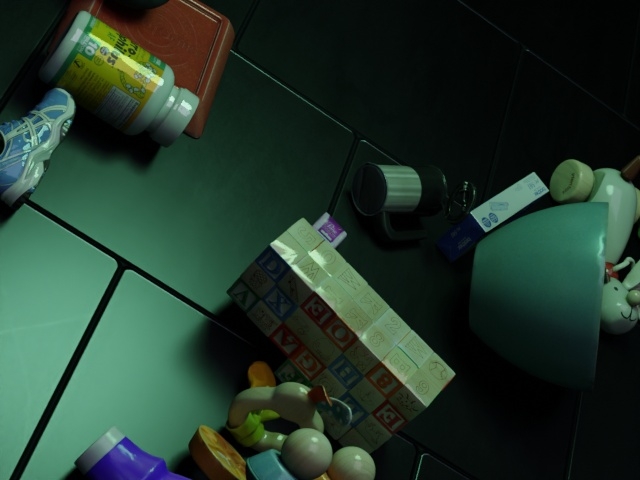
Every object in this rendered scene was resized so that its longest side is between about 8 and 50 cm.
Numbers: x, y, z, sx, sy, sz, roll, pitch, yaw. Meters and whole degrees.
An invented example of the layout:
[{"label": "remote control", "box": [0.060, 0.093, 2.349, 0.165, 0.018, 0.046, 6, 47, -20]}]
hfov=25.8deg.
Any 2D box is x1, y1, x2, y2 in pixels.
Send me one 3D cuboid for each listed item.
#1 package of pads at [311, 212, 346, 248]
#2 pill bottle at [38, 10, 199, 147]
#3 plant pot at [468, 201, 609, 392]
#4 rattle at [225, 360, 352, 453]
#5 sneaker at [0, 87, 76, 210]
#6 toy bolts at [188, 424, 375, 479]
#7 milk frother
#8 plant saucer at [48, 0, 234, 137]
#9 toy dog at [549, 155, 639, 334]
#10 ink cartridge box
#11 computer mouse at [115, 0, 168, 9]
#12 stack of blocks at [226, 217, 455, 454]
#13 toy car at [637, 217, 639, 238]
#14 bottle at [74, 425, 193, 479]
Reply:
[{"label": "package of pads", "box": [0.000, 0.000, 2.090, 0.050, 0.032, 0.083, 47, 43, -2]}, {"label": "pill bottle", "box": [-0.282, -0.222, 1.978, 0.208, 0.117, 0.117, 33, 44, -16]}, {"label": "plant pot", "box": [0.331, 0.079, 2.142, 0.195, 0.290, 0.290, 4, 46, 11]}, {"label": "rattle", "box": [-0.024, 0.193, 1.801, 0.130, 0.200, 0.143, 43, 43, -2]}, {"label": "sneaker", "box": [-0.390, -0.138, 1.862, 0.081, 0.080, 0.211, 33, 43, -17]}, {"label": "toy bolts", "box": [-0.050, 0.270, 1.687, 0.218, 0.158, 0.228, 47, 5, 12]}, {"label": "milk frother", "box": [0.149, -0.072, 2.175, 0.135, 0.143, 0.129, -1, 67, -40]}, {"label": "plant saucer", "box": [-0.255, -0.312, 2.121, 0.258, 0.048, 0.259, 29, 45, -17]}, {"label": "toy dog", "box": [0.522, -0.015, 2.404, 0.220, 0.161, 0.333, -2, 60, -38]}, {"label": "ink cartridge box", "box": [0.283, -0.039, 2.287, 0.046, 0.097, 0.207, 52, 44, 7]}, {"label": "computer mouse", "box": [-0.322, -0.452, 2.100, 0.188, 0.072, 0.272, -29, 64, -37]}, {"label": "stack of blocks", "box": [0.015, 0.136, 1.896, 0.297, 0.171, 0.087, 46, 43, 3]}, {"label": "toy car", "box": [0.644, 0.025, 2.539, 0.225, 0.053, 0.239, 51, 34, 14]}, {"label": "bottle", "box": [-0.172, 0.343, 1.653, 0.283, 0.092, 0.118, 46, 38, 1]}]
